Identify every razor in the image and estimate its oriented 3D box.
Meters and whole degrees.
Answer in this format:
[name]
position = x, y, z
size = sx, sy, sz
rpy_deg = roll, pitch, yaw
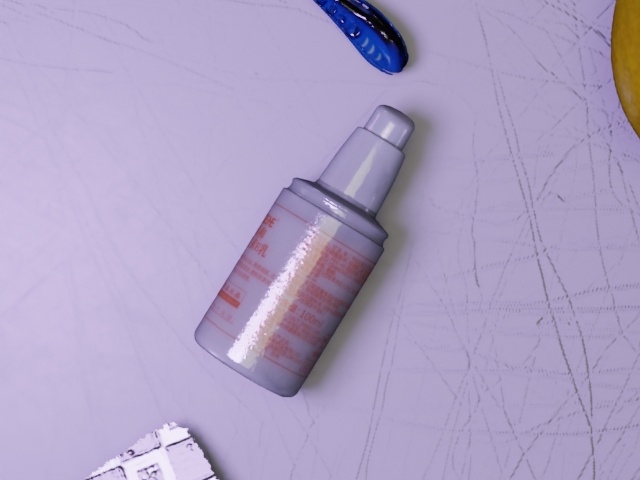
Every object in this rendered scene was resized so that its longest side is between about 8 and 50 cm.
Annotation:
[razor]
position = -0.048, -0.257, 1.513
size = 0.324, 0.093, 0.056
rpy_deg = 39, 55, -3

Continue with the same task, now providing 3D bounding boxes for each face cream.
[face cream]
position = 0.000, 0.000, 1.484
size = 0.101, 0.101, 0.252
rpy_deg = 31, 91, 1

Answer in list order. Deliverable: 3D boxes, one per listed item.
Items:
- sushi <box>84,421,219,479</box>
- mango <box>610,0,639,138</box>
[sushi]
position = -0.153, 0.282, 1.518
size = 0.210, 0.040, 0.193
rpy_deg = -32, 82, 3
[mango]
position = 0.424, -0.228, 1.428
size = 0.445, 0.220, 0.301
rpy_deg = -40, 95, 10
